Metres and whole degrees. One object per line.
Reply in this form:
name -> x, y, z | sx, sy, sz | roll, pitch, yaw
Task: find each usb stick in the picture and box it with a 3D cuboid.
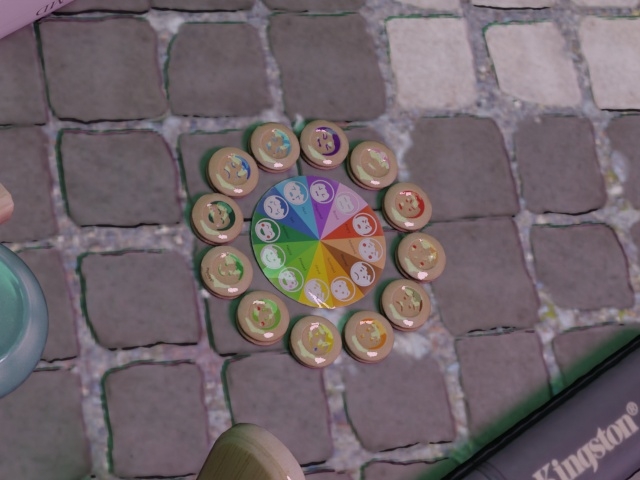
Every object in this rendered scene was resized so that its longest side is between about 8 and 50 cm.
usb stick -> 0.161, 0.149, 1.217 | 0.278, 0.045, 0.077 | -31, 81, -29

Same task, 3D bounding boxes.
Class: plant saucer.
plant saucer -> -0.226, 0.045, 1.127 | 0.119, 0.021, 0.119 | 8, 65, -18

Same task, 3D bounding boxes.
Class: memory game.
memory game -> 0.000, 0.000, 1.239 | 0.186, 0.012, 0.186 | 8, 65, -18

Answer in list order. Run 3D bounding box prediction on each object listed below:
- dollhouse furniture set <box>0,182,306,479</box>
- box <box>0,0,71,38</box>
dollhouse furniture set -> -0.157, 0.178, 0.901 | 0.394, 0.256, 0.362 | 44, 48, 17
box -> -0.223, -0.244, 1.196 | 0.181, 0.119, 0.182 | -35, 84, -29
